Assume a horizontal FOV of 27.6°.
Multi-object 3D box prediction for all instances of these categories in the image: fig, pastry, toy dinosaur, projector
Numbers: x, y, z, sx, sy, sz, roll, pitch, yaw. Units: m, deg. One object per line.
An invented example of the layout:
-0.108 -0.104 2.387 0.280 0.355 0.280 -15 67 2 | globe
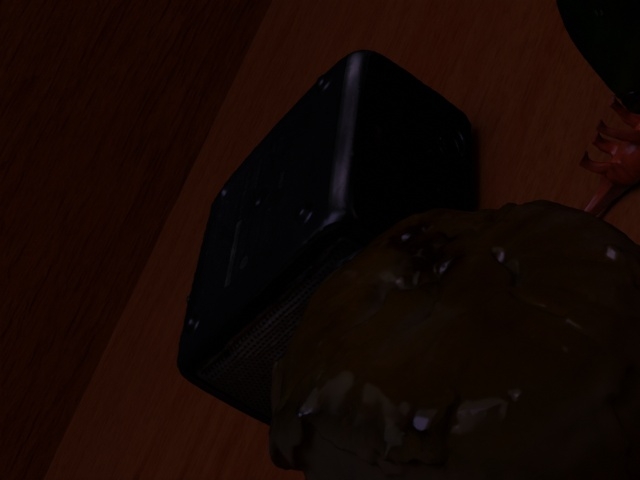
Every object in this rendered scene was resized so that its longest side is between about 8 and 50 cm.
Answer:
0.362 -0.266 1.485 0.195 0.195 0.245 -24 47 55 | fig
0.152 0.140 1.213 0.409 0.245 0.410 -17 32 11 | pastry
0.355 -0.118 1.443 0.280 0.101 0.055 -58 4 28 | toy dinosaur
0.000 0.000 1.823 0.405 0.242 0.395 -43 27 36 | projector

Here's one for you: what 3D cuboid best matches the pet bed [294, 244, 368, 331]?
0.100 0.117 1.494 0.159 0.211 0.183 -53 19 -14 | pet bed
